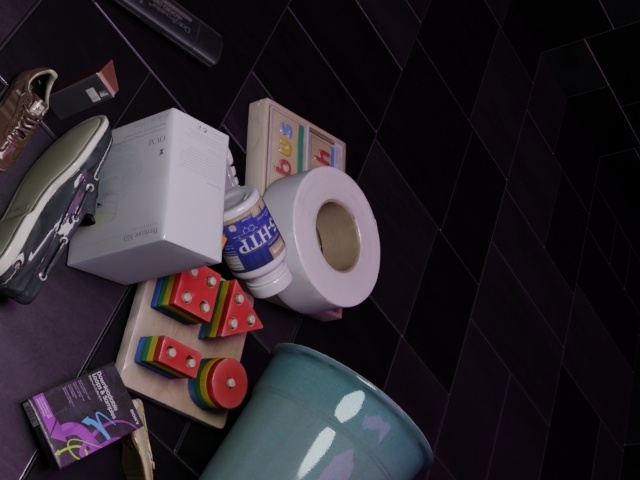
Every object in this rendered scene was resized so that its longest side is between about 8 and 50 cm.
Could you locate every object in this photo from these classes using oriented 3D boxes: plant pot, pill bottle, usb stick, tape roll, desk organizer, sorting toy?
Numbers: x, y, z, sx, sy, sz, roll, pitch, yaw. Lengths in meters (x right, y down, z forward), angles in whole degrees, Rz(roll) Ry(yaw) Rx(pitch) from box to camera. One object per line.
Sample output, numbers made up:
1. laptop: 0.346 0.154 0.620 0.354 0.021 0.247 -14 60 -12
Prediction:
1. plant pot: -0.045 0.405 1.728 0.334 0.341 0.341 -50 121 -24
2. pill bottle: -0.125 0.006 1.862 0.186 0.112 0.112 63 37 -24
3. usb stick: -0.286 -0.415 1.931 0.278 0.045 0.077 31 62 -45
4. tape roll: 0.000 0.000 2.045 0.286 0.100 0.286 22 61 -48
5. desk organizer: -0.380 -0.244 1.674 0.047 0.130 0.050 57 38 -24
6. sorting toy: -0.207 0.166 1.788 0.255 0.089 0.257 35 57 -43

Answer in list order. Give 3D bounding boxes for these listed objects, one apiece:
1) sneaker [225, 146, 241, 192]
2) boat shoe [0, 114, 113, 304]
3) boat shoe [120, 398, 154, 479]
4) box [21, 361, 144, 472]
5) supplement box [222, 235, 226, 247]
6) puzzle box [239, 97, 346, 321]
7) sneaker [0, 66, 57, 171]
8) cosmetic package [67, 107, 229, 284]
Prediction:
1. sneaker: -0.202 -0.071 1.913 0.132 0.086 0.228 -27 94 -46
2. boat shoe: -0.399 -0.046 1.588 0.113 0.127 0.340 51 44 -33
3. boat shoe: -0.293 0.333 1.669 0.048 0.056 0.152 -9 79 -50
4. box: -0.360 0.266 1.582 0.162 0.029 0.116 -23 86 -46
5. supplement box: -0.221 -0.001 1.801 0.062 0.098 0.036 44 52 -36
6. puzzle box: -0.050 -0.060 2.127 0.272 0.052 0.408 23 61 -47
7. sneaker: -0.462 -0.195 1.596 0.066 0.071 0.188 39 49 -40
8. cosmetic package: -0.278 -0.065 1.672 0.138 0.224 0.224 23 61 -49
